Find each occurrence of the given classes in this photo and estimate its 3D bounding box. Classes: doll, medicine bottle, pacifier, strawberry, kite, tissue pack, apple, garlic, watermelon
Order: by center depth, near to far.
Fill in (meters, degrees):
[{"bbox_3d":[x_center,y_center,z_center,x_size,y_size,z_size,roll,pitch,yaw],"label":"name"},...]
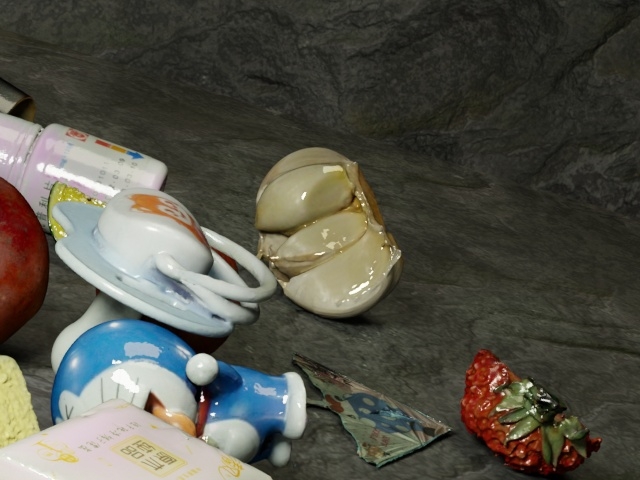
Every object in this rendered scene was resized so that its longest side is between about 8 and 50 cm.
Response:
[{"bbox_3d":[-0.177,0.240,1.576,0.185,0.124,0.225,27,16,16],"label":"tissue pack"},{"bbox_3d":[-0.143,0.175,1.795,0.257,0.215,0.161,9,46,-10],"label":"doll"},{"bbox_3d":[-0.400,0.021,1.942,0.234,0.234,0.234,19,14,-5],"label":"apple"},{"bbox_3d":[-0.205,0.073,1.954,0.244,0.233,0.299,31,11,-17],"label":"pacifier"},{"bbox_3d":[0.027,0.208,2.224,0.314,0.011,0.335,13,14,-24],"label":"kite"},{"bbox_3d":[0.248,0.228,2.281,0.188,0.106,0.286,42,-1,-5],"label":"strawberry"},{"bbox_3d":[-0.298,0.004,2.395,0.181,0.092,0.075,28,27,-2],"label":"watermelon"},{"bbox_3d":[-0.352,-0.079,2.495,0.255,0.152,0.152,18,14,-2],"label":"medicine bottle"},{"bbox_3d":[0.000,-0.001,2.645,0.281,0.203,0.185,63,2,16],"label":"garlic"}]

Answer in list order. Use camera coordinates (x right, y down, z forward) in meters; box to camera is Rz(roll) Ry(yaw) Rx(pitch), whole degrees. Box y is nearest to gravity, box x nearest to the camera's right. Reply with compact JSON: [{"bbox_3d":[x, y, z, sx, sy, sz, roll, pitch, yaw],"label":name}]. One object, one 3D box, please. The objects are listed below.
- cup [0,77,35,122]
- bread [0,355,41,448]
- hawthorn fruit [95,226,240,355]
[{"bbox_3d":[-0.551,-0.160,2.632,0.177,0.239,0.166,27,-27,7],"label":"cup"},{"bbox_3d":[-0.374,0.176,1.600,0.178,0.141,0.266,10,6,27],"label":"bread"},{"bbox_3d":[-0.188,0.064,2.170,0.179,0.179,0.200,17,-9,-12],"label":"hawthorn fruit"}]
